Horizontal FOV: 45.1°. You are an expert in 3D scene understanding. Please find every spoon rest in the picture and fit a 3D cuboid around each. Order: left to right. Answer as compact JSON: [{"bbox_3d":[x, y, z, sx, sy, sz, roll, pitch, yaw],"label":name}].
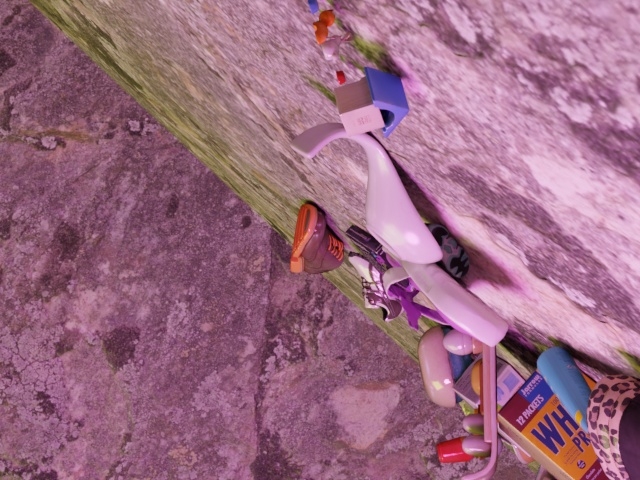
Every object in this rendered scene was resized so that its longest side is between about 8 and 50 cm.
[{"bbox_3d":[0.078,-0.062,1.031,0.276,0.084,0.137,44,177,-36],"label":"spoon rest"}]

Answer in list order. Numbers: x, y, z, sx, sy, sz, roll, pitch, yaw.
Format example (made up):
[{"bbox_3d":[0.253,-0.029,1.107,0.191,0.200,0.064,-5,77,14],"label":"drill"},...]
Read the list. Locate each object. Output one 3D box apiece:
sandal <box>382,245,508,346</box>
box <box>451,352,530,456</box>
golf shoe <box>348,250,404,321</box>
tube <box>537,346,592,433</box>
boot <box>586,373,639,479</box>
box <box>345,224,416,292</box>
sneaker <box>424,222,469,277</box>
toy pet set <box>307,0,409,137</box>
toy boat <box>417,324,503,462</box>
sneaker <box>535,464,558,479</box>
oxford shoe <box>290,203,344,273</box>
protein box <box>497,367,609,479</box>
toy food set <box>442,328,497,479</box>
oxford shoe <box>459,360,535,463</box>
[{"bbox_3d":[0.159,0.086,1.197,0.169,0.102,0.416,38,-177,-7],"label":"sandal"},{"bbox_3d":[0.401,0.351,1.661,0.203,0.114,0.103,44,174,-22],"label":"box"},{"bbox_3d":[0.126,0.112,1.845,0.198,0.094,0.077,45,175,-6],"label":"golf shoe"},{"bbox_3d":[0.356,0.224,1.049,0.080,0.052,0.207,35,-163,-21],"label":"tube"},{"bbox_3d":[0.473,0.313,0.850,0.377,0.138,0.284,49,171,-20],"label":"boot"},{"bbox_3d":[0.130,0.040,1.629,0.116,0.029,0.162,34,171,49],"label":"box"},{"bbox_3d":[0.175,0.009,1.123,0.098,0.038,0.069,55,171,-23],"label":"sneaker"},{"bbox_3d":[0.042,-0.166,0.754,0.122,0.065,0.114,58,-162,-59],"label":"toy pet set"},{"bbox_3d":[0.319,0.354,1.794,0.267,0.148,0.319,62,-163,-75],"label":"toy boat"},{"bbox_3d":[0.418,0.432,1.372,0.110,0.283,0.122,32,141,14],"label":"sneaker"},{"bbox_3d":[0.000,0.000,1.924,0.132,0.130,0.364,10,165,-1],"label":"oxford shoe"},{"bbox_3d":[0.404,0.306,1.235,0.199,0.136,0.201,41,174,23],"label":"protein box"},{"bbox_3d":[0.265,0.274,1.365,0.092,0.306,0.220,-1,160,13],"label":"toy food set"},{"bbox_3d":[0.404,0.401,1.930,0.169,0.130,0.449,45,175,-37],"label":"oxford shoe"}]
